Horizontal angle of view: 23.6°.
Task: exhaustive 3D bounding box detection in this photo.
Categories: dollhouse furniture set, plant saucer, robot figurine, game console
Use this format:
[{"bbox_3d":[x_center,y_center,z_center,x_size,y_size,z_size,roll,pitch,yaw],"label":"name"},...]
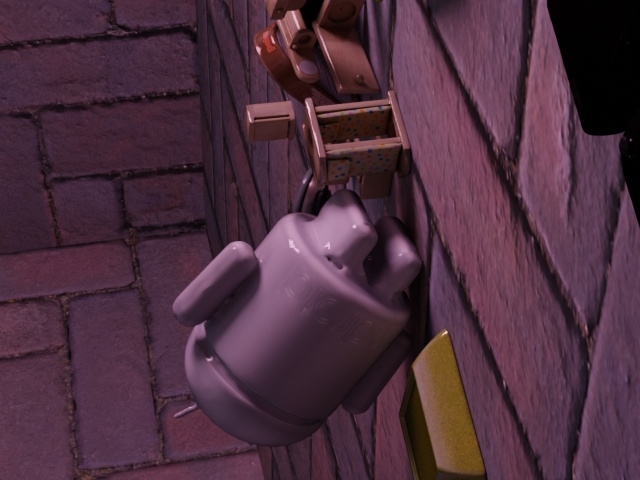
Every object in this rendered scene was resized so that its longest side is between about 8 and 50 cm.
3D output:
[{"bbox_3d":[0.004,-0.084,1.859,0.161,0.182,0.101,97,163,-55],"label":"dollhouse furniture set"},{"bbox_3d":[0.131,0.226,1.743,0.188,0.045,0.188,98,162,-58],"label":"plant saucer"},{"bbox_3d":[0.014,-0.275,1.868,0.151,0.144,0.123,116,144,-47],"label":"dollhouse furniture set"},{"bbox_3d":[-0.030,0.108,1.861,0.353,0.300,0.199,-52,25,17],"label":"robot figurine"},{"bbox_3d":[0.223,-0.081,0.977,0.213,0.044,0.361,101,159,-63],"label":"game console"}]

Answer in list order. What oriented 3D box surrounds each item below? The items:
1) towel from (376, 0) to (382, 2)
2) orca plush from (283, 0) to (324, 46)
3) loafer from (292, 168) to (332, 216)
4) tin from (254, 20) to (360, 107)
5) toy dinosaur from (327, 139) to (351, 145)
[{"bbox_3d":[0.040,-0.384,1.725,0.021,0.102,0.237,-47,-28,-38],"label":"towel"},{"bbox_3d":[-0.046,-0.303,2.047,0.151,0.102,0.287,40,170,-4],"label":"orca plush"},{"bbox_3d":[0.000,0.000,2.336,0.267,0.084,0.096,98,-166,-46],"label":"loafer"},{"bbox_3d":[-0.012,-0.214,1.987,0.190,0.040,0.106,33,-145,-43],"label":"tin"},{"bbox_3d":[0.018,-0.171,2.111,0.092,0.053,0.183,-127,31,-74],"label":"toy dinosaur"}]
